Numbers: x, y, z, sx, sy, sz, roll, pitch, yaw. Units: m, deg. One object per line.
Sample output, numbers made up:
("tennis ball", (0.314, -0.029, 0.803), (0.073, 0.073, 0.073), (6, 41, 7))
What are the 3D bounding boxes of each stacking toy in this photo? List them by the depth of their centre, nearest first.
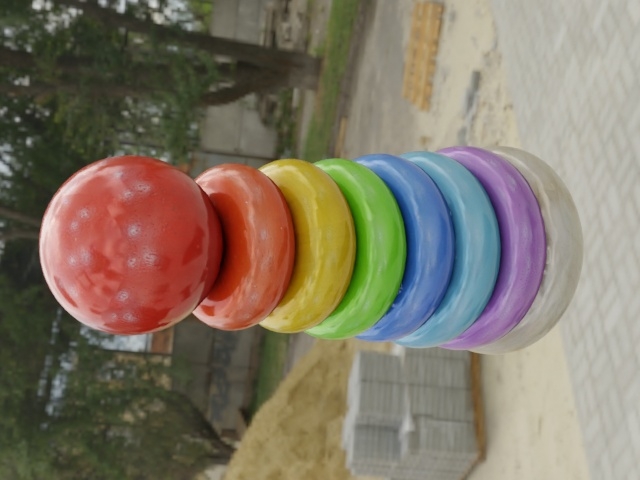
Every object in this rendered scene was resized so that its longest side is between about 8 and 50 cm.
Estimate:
("stacking toy", (0.000, 0.000, 0.552), (0.141, 0.330, 0.141), (-5, 84, 51))
